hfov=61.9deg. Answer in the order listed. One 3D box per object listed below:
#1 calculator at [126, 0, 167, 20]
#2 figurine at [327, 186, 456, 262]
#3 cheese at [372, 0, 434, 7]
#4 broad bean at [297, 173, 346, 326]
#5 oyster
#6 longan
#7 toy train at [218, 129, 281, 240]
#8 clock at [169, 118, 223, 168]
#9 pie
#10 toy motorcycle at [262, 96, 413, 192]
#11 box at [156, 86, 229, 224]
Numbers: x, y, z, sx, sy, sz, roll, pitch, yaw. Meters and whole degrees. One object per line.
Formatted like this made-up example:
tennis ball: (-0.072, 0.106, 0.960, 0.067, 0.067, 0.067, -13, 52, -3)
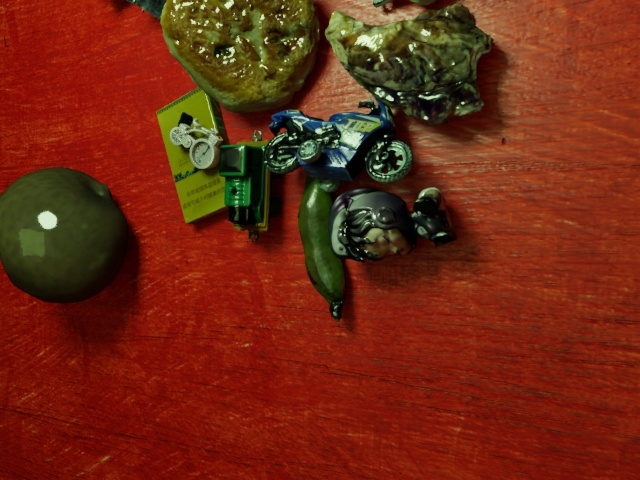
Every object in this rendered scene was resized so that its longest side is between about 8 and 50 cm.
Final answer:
calculator: (-0.319, -0.611, 1.169, 0.161, 0.021, 0.262, 29, 110, -22)
figurine: (0.114, -0.038, 0.941, 0.222, 0.145, 0.146, -10, 86, 22)
cheese: (0.171, -0.451, 0.938, 0.171, 0.047, 0.092, -28, 58, 25)
broad bean: (0.000, 0.000, 1.044, 0.077, 0.061, 0.339, -12, 87, 21)
oyster: (0.152, -0.323, 0.913, 0.271, 0.100, 0.275, -13, 63, 7)
longan: (-0.612, -0.019, 1.259, 0.288, 0.288, 0.350, -41, 67, 23)
toy train: (-0.146, -0.113, 1.079, 0.091, 0.136, 0.228, 5, 91, 29)
clock: (-0.267, -0.213, 1.151, 0.129, 0.041, 0.087, 36, 111, 16)
pie: (-0.148, -0.403, 1.037, 0.315, 0.092, 0.315, 1, 111, 3)
toy motorcycle: (0.032, -0.186, 0.982, 0.315, 0.113, 0.169, 10, 69, 29)
box: (-0.273, -0.190, 1.199, 0.153, 0.041, 0.279, -20, 82, 27)
